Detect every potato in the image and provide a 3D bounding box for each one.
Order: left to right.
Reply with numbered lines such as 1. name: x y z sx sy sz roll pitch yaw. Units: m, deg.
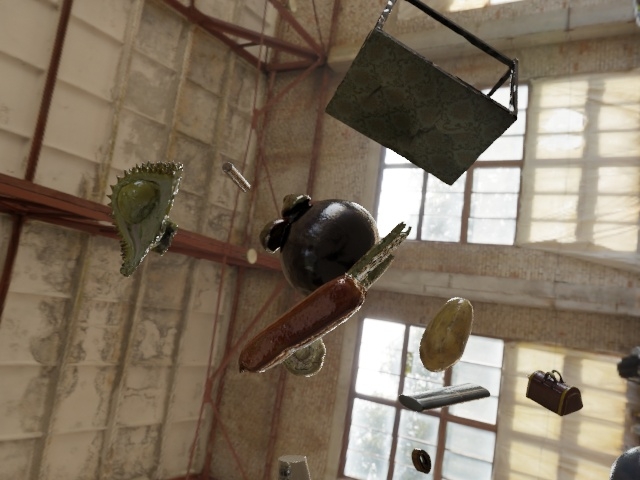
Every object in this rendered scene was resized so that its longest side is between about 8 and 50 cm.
1. potato: 0.364 0.271 1.429 0.161 0.128 0.234 -97 28 -87

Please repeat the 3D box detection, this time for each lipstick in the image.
1. lipstick: -0.141 -0.105 0.843 0.094 0.019 0.018 58 -138 -72

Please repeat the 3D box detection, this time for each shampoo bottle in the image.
1. shampoo bottle: -0.069 0.713 1.336 0.078 0.127 0.256 12 -106 -60

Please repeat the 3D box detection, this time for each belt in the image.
1. belt: 0.338 0.735 1.678 0.059 0.036 0.083 -27 -87 -35

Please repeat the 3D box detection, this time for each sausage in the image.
1. sausage: -0.040 0.168 0.992 0.083 0.300 0.089 56 -173 6

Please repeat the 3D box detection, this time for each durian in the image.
1. durian: -0.397 -0.062 1.177 0.172 0.166 0.306 5 -62 -57

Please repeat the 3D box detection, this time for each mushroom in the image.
1. mushroom: -0.055 0.350 1.573 0.122 0.154 0.154 62 -142 -73

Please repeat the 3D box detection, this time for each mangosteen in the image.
1. mangosteen: 0.000 0.000 1.775 0.382 0.435 0.382 -47 -5 -5

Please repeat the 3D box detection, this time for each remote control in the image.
1. remote control: 0.434 0.537 1.728 0.378 0.107 0.044 6 -83 -39

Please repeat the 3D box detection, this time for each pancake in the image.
1. pancake: 0.131 0.078 1.280 0.305 0.067 0.427 -47 -11 8

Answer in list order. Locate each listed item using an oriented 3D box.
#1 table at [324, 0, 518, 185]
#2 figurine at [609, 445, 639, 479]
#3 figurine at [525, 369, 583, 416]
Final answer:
1. table: 0.235 -0.350 1.128 0.222 0.335 0.272 -53 11 45
2. figurine: 0.671 0.512 0.937 0.264 0.197 0.175 65 -162 8
3. figurine: 0.607 0.385 1.331 0.083 0.154 0.098 -13 -74 -21
